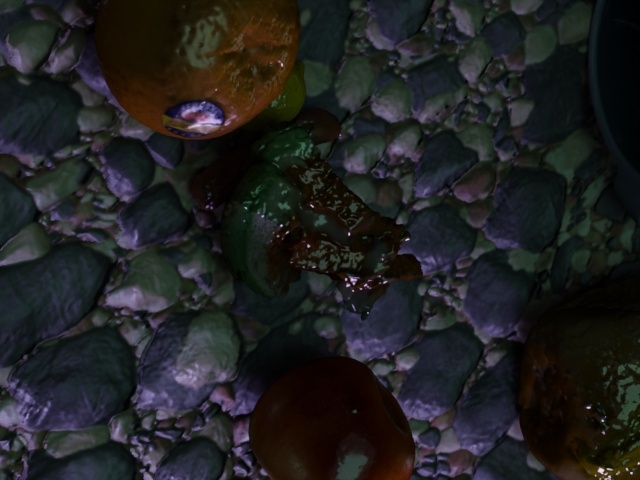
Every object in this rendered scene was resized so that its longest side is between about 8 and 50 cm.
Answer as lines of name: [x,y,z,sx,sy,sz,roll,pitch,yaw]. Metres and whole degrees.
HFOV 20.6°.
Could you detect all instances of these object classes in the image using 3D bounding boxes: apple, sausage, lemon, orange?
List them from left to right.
orange: [-0.102,-0.171,1.461,0.177,0.155,0.178,-15,122,-25]
sausage: [-0.049,-0.077,1.599,0.158,0.036,0.042,-30,157,-19]
lemon: [-0.047,-0.131,1.562,0.092,0.065,0.065,-37,122,-25]
apple: [0.015,0.189,1.660,0.139,0.163,0.163,-35,122,-1]

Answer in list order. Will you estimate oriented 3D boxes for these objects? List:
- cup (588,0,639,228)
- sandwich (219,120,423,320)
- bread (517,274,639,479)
cup: [0.461,-0.146,1.738,0.311,0.257,0.331,-5,109,-30]
sandwich: [-0.002,-0.005,1.558,0.109,0.160,0.185,-53,160,-19]
bread: [0.343,0.145,1.823,0.246,0.176,0.196,-17,117,-24]
